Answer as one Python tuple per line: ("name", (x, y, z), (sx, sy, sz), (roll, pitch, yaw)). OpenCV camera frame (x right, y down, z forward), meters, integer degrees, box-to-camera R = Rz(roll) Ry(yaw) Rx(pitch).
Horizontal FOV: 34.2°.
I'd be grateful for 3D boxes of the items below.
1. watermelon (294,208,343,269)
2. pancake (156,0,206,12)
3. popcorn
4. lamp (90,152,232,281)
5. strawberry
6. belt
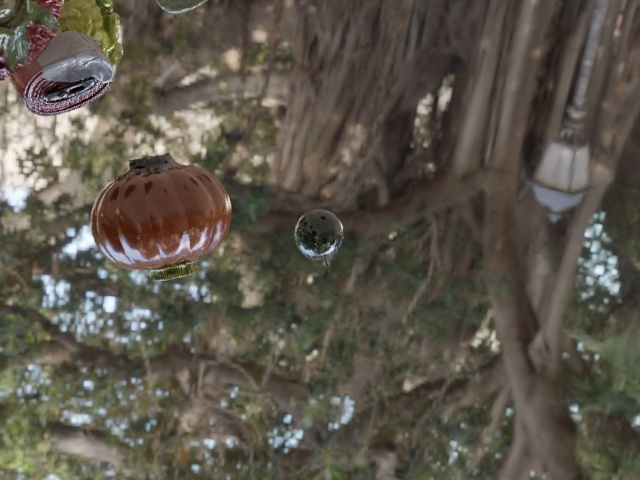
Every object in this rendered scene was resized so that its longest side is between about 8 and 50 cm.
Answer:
("watermelon", (0.000, 0.000, 2.219), (0.105, 0.133, 0.105), (-11, 179, 0))
("pancake", (-0.308, -0.560, 2.364), (0.129, 0.022, 0.116), (-32, -123, -17))
("popcorn", (-0.625, -0.487, 2.542), (0.282, 0.247, 0.282), (-23, -158, 10))
("lamp", (-0.249, -0.037, 1.633), (0.223, 0.196, 0.223), (-13, -175, 1))
("strawberry", (-0.512, -0.340, 1.580), (0.280, 0.253, 0.150), (11, 160, 33))
("belt", (-0.526, -0.337, 2.134), (0.201, 0.128, 0.124), (-26, -132, -13))
